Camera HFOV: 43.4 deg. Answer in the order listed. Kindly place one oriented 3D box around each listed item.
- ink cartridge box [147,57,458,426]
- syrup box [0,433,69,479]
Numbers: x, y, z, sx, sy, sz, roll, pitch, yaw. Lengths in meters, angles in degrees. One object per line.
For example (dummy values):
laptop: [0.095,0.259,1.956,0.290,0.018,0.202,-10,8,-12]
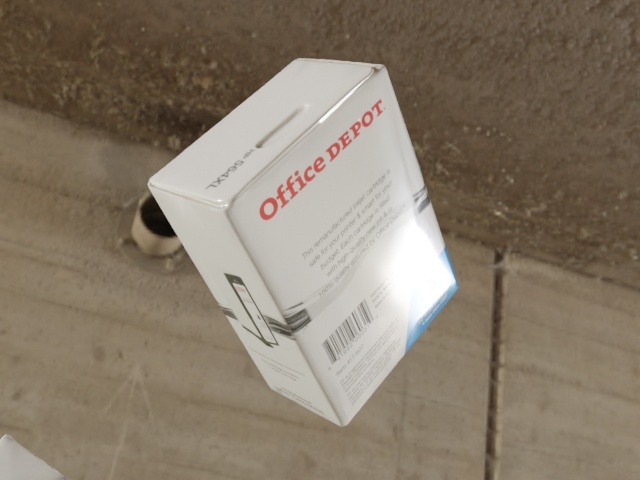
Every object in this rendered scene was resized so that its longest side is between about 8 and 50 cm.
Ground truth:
ink cartridge box: [0.000,0.000,0.547,0.086,0.148,0.203,18,143,43]
syrup box: [-0.147,0.205,0.385,0.096,0.093,0.237,33,137,12]
